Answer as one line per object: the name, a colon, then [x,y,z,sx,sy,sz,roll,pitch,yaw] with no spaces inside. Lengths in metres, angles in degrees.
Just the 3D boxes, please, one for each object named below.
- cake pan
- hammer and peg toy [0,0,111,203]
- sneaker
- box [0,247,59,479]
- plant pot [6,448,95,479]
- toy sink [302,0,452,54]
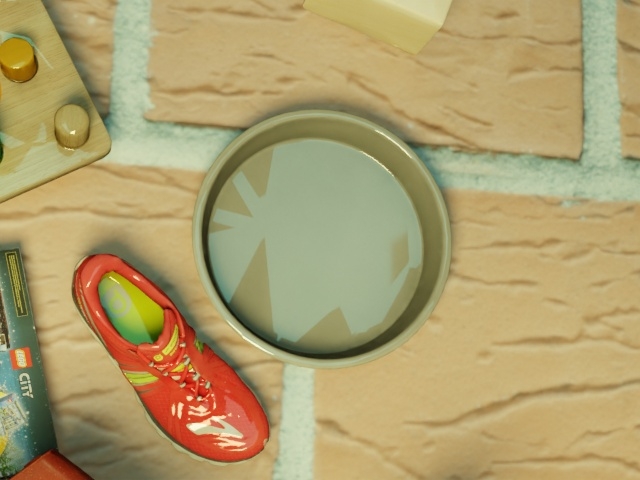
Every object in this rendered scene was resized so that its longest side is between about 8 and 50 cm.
cake pan: [0.000,0.000,1.307,0.293,0.054,0.293,3,78,-12]
hammer and peg toy: [-0.433,-0.137,1.207,0.361,0.127,0.266,-25,84,-16]
sneaker: [-0.161,0.126,1.212,0.279,0.118,0.107,46,74,0]
box: [-0.367,0.133,1.188,0.159,0.044,0.233,-8,79,-29]
plant pot: [-0.254,0.337,1.065,0.267,0.267,0.236,-37,90,-17]
toy sink: [0.095,-0.362,1.366,0.153,0.131,0.234,21,80,-7]
